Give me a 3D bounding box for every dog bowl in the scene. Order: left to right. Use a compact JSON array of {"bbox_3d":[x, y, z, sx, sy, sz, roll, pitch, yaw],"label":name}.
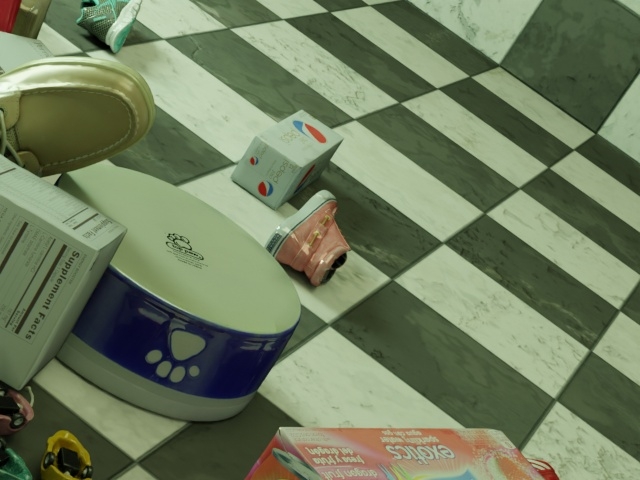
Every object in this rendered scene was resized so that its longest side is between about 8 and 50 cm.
[{"bbox_3d":[-0.153,0.045,1.545,0.265,0.104,0.265,29,20,-12],"label":"dog bowl"}]

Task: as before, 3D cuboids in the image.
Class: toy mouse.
[{"bbox_3d":[-0.244,0.153,1.256,0.143,0.031,0.161,22,22,-30],"label":"toy mouse"}]

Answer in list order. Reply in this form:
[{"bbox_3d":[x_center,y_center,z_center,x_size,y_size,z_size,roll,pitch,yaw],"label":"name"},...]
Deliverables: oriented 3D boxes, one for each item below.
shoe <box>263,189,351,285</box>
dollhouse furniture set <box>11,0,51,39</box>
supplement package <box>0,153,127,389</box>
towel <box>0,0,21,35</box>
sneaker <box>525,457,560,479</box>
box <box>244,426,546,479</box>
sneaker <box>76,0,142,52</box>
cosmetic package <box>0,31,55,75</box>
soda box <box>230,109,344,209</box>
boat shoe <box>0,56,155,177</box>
[{"bbox_3d":[0.000,0.000,1.960,0.081,0.063,0.178,37,25,6],"label":"shoe"},{"bbox_3d":[-0.367,-0.338,1.983,0.161,0.212,0.242,31,46,-2],"label":"dollhouse furniture set"},{"bbox_3d":[-0.302,-0.006,1.349,0.244,0.134,0.139,31,9,0],"label":"supplement package"},{"bbox_3d":[-0.451,-0.343,1.844,0.274,0.199,0.031,15,-18,-7],"label":"towel"},{"bbox_3d":[0.261,0.282,1.655,0.221,0.087,0.128,35,21,3],"label":"sneaker"},{"bbox_3d":[0.064,0.249,1.326,0.300,0.154,0.142,9,30,-51],"label":"box"},{"bbox_3d":[-0.288,-0.313,2.253,0.076,0.065,0.166,26,19,-9],"label":"sneaker"},{"bbox_3d":[-0.370,-0.170,1.751,0.231,0.085,0.117,4,35,-52],"label":"cosmetic package"},{"bbox_3d":[-0.040,-0.108,2.135,0.074,0.069,0.216,35,19,5],"label":"soda box"},{"bbox_3d":[-0.296,-0.089,1.470,0.302,0.109,0.098,-7,27,11],"label":"boat shoe"}]
